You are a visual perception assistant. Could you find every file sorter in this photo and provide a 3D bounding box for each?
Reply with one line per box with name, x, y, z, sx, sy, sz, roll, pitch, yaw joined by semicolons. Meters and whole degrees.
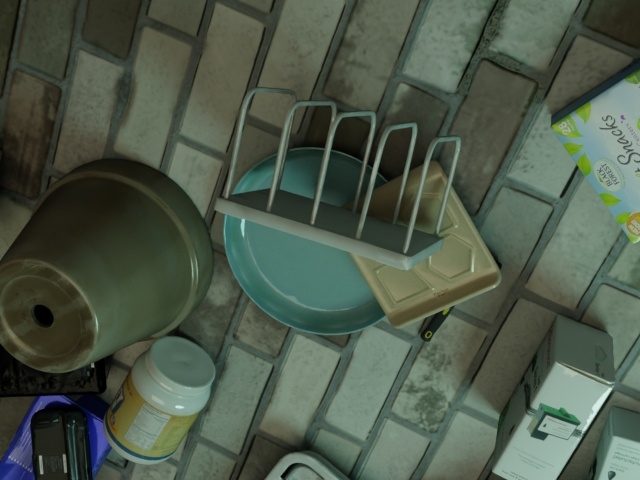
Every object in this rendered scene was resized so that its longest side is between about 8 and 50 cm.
file sorter;0.034;-0.093;1.166;0.277;0.193;0.173;18;104;18

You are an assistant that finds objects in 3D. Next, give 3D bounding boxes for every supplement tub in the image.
supplement tub;-0.282;0.280;1.500;0.144;0.144;0.200;34;117;1

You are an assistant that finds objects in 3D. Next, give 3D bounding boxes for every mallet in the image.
mallet;0.219;0.094;1.338;0.062;0.039;0.190;24;121;3

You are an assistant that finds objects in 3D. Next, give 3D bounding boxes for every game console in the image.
game console;-0.490;0.324;1.549;0.213;0.044;0.362;-3;95;9

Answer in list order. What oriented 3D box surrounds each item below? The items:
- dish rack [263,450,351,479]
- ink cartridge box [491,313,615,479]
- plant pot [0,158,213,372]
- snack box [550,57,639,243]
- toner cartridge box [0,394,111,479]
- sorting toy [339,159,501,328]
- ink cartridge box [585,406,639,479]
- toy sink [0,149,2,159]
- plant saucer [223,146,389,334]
dish rack;0.024;0.543;1.535;0.333;0.072;0.286;39;118;9
ink cartridge box;0.350;0.243;1.287;0.092;0.160;0.219;24;115;6
plant pot;-0.369;0.062;1.363;0.323;0.280;0.323;6;114;13
snack box;0.442;-0.128;1.156;0.174;0.070;0.207;-33;98;25
toner cartridge box;-0.523;0.445;1.626;0.165;0.075;0.348;32;100;4
sorting toy;0.142;0.008;1.278;0.193;0.038;0.208;-27;97;24
ink cartridge box;0.504;0.386;1.340;0.153;0.087;0.208;14;116;12
toy sink;-0.643;-0.103;1.459;0.234;0.131;0.153;30;117;8
plant saucer;0.000;0.000;1.357;0.317;0.044;0.318;6;114;14
